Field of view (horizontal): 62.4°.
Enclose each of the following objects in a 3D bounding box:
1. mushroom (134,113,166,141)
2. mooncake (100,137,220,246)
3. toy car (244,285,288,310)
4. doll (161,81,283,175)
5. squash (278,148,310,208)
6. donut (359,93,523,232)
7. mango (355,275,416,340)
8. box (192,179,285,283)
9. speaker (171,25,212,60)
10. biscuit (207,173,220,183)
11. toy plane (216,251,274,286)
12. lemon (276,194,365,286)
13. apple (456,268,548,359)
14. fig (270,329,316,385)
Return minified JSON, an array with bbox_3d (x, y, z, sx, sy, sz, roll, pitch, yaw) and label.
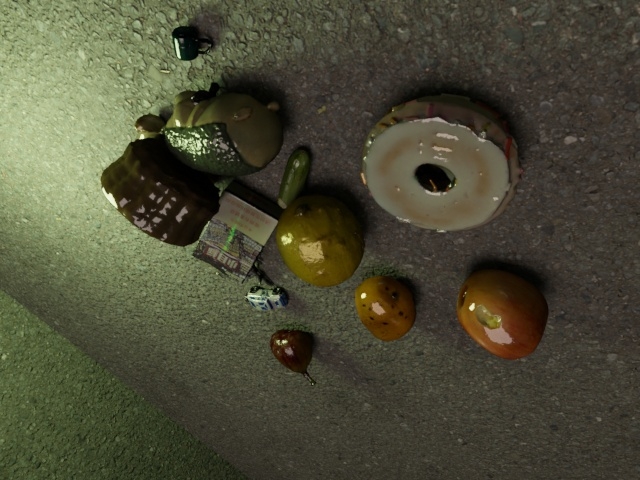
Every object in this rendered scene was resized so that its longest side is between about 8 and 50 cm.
[{"bbox_3d":[-0.523,-0.288,1.615,0.097,0.088,0.212,27,132,-1],"label":"mushroom"},{"bbox_3d":[-0.443,-0.143,1.507,0.324,0.324,0.187,39,101,-15],"label":"mooncake"},{"bbox_3d":[-0.210,0.223,2.009,0.171,0.070,0.080,0,134,26],"label":"toy car"},{"bbox_3d":[-0.270,-0.288,1.394,0.350,0.247,0.247,1,134,40],"label":"doll"},{"bbox_3d":[-0.079,-0.169,1.529,0.069,0.069,0.238,23,139,3],"label":"squash"},{"bbox_3d":[0.286,-0.185,1.268,0.383,0.142,0.382,14,138,12],"label":"donut"},{"bbox_3d":[0.220,0.233,1.739,0.191,0.159,0.290,0,138,15],"label":"mango"},{"bbox_3d":[-0.269,-0.024,1.715,0.198,0.084,0.310,30,125,-5],"label":"box"},{"bbox_3d":[-0.322,-0.488,1.321,0.095,0.060,0.075,16,140,11],"label":"speaker"},{"bbox_3d":[-0.380,-0.253,1.623,0.177,0.031,0.228,5,136,21],"label":"biscuit"},{"bbox_3d":[-0.255,0.107,1.900,0.192,0.088,0.262,-37,117,17],"label":"toy plane"},{"bbox_3d":[0.001,0.002,1.532,0.261,0.260,0.284,-22,122,41],"label":"lemon"},{"bbox_3d":[0.504,0.208,1.502,0.241,0.242,0.242,28,140,8],"label":"apple"},{"bbox_3d":[-0.089,0.477,2.147,0.170,0.145,0.274,-14,111,38],"label":"fig"}]
